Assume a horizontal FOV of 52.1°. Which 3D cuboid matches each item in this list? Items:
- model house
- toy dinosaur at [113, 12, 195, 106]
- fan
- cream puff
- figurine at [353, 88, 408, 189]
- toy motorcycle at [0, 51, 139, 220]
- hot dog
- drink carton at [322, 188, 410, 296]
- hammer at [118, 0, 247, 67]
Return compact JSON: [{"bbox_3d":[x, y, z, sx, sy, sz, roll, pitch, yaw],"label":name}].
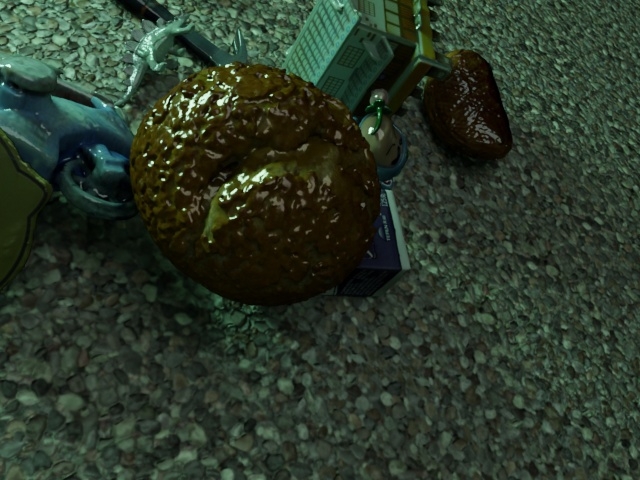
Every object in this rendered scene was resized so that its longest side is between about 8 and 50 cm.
[{"bbox_3d":[0.072,-0.314,1.068,0.215,0.224,0.198,11,57,-22],"label":"model house"},{"bbox_3d":[-0.257,-0.270,0.973,0.082,0.039,0.209,22,65,9],"label":"toy dinosaur"},{"bbox_3d":[-0.441,-0.022,0.649,0.335,0.011,0.230,-11,98,-16],"label":"fan"},{"bbox_3d":[-0.061,-0.075,0.743,0.303,0.212,0.303,13,59,-23],"label":"cream puff"},{"bbox_3d":[0.058,-0.163,1.028,0.178,0.144,0.114,17,51,-3],"label":"figurine"},{"bbox_3d":[-0.347,-0.153,0.776,0.319,0.182,0.241,24,54,-19],"label":"toy motorcycle"},{"bbox_3d":[0.279,-0.241,1.209,0.160,0.099,0.227,5,61,-25],"label":"hot dog"},{"bbox_3d":[-0.001,-0.001,0.921,0.222,0.102,0.134,4,62,-24],"label":"drink carton"},{"bbox_3d":[-0.243,-0.354,1.048,0.290,0.037,0.137,38,52,-2],"label":"hammer"}]
